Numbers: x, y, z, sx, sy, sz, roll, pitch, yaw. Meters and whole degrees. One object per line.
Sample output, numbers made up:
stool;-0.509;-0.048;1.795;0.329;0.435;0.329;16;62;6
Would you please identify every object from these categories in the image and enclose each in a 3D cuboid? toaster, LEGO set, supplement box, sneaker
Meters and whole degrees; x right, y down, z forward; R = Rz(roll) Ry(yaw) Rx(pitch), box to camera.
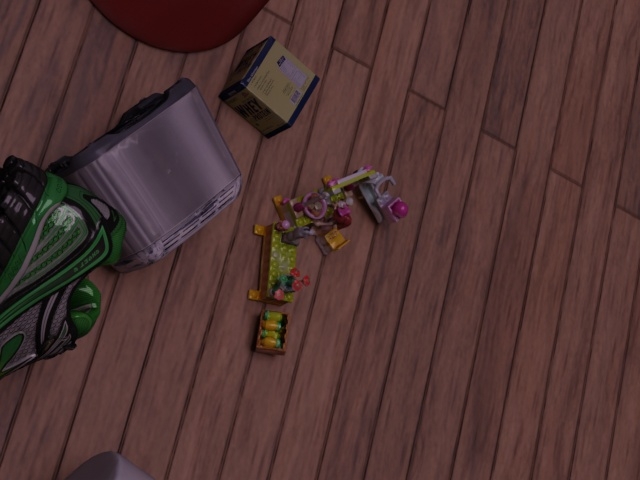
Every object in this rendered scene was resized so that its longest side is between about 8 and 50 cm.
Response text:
toaster;-0.194;-0.065;1.638;0.227;0.129;0.146;-41;103;-35
LEGO set;0.000;0.000;1.761;0.132;0.107;0.287;49;57;-14
supplement box;-0.062;-0.185;1.800;0.083;0.056;0.083;40;59;-19
sneaker;-0.297;0.089;1.415;0.146;0.343;0.134;23;32;-19

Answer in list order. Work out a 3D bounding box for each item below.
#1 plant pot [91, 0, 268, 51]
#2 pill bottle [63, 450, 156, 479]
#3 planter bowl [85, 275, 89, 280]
plant pot;-0.123;-0.381;1.698;0.275;0.243;0.275;10;72;-32
pill bottle;-0.117;0.402;1.505;0.392;0.224;0.224;41;59;-18
planter bowl;-0.313;0.026;1.530;0.162;0.162;0.109;28;38;-25
